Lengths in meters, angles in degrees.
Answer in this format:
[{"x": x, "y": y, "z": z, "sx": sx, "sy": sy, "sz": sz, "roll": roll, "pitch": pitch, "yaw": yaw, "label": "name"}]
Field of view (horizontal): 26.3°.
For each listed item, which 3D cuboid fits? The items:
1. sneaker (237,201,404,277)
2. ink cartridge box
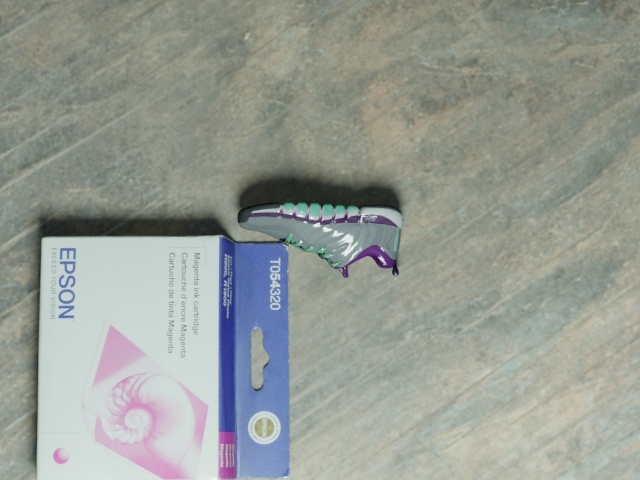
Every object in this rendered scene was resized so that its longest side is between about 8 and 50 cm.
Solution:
[{"x": 0.000, "y": 0.000, "z": 1.831, "sx": 0.224, "sy": 0.083, "sz": 0.098, "roll": 2, "pitch": 86, "yaw": -2, "label": "sneaker"}, {"x": -0.205, "y": 0.155, "z": 1.807, "sx": 0.330, "sy": 0.071, "sz": 0.324, "roll": -1, "pitch": 81, "yaw": 0, "label": "ink cartridge box"}]
